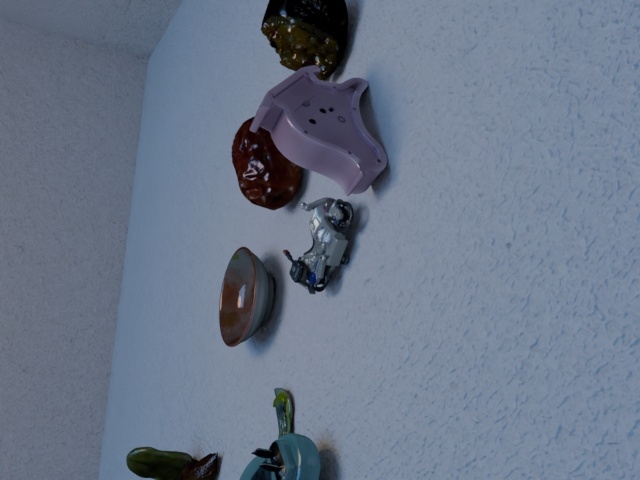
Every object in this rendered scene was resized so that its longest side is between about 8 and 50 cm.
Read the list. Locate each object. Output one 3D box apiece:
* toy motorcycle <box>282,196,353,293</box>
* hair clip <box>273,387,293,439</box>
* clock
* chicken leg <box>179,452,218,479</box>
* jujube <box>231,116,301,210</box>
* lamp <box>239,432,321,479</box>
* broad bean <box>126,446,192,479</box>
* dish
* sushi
[{"bbox_3d":[0.000,0.000,1.555,0.150,0.102,0.221,42,118,46],"label":"toy motorcycle"},{"bbox_3d":[-0.084,0.421,1.627,0.060,0.033,0.188,-38,45,50],"label":"hair clip"},{"bbox_3d":[0.031,-0.243,1.510,0.290,0.275,0.080,-52,-1,-45],"label":"clock"},{"bbox_3d":[-0.340,0.655,2.018,0.234,0.063,0.105,-37,52,51],"label":"chicken leg"},{"bbox_3d":[-0.136,-0.199,1.836,0.174,0.174,0.250,-52,48,43],"label":"jujube"},{"bbox_3d":[-0.086,0.516,1.463,0.209,0.147,0.283,-122,41,-52],"label":"lamp"},{"bbox_3d":[-0.460,0.654,2.109,0.153,0.207,0.072,-38,45,19],"label":"broad bean"},{"bbox_3d":[-0.180,0.149,1.870,0.260,0.085,0.260,-33,52,58],"label":"dish"},{"bbox_3d":[-0.035,-0.499,1.733,0.200,0.213,0.203,133,160,-83],"label":"sushi"}]
